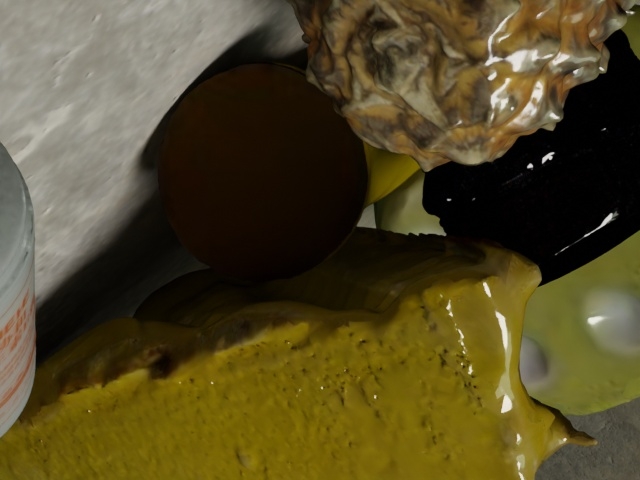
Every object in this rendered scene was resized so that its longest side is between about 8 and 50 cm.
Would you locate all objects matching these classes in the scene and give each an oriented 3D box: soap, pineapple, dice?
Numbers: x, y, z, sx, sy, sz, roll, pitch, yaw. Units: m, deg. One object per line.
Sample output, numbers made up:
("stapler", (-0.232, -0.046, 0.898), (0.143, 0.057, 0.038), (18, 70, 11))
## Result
("soap", (-0.052, 0.114, 0.736), (0.304, 0.169, 0.338), (-33, -167, -14))
("pineapple", (0.079, -0.132, 0.628), (0.193, 0.166, 0.166), (-46, 172, -42))
("dice", (0.199, -0.022, 0.993), (0.233, 0.238, 0.227), (-35, -172, 44))

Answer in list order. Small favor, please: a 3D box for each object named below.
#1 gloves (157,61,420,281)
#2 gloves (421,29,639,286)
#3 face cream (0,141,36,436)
("gloves", (0.007, -0.058, 0.818), (0.133, 0.116, 0.294), (-17, -176, 18))
("gloves", (0.115, -0.082, 0.748), (0.164, 0.203, 0.124), (-26, 161, -8))
("face cream", (-0.157, 0.003, 0.484), (0.101, 0.101, 0.252), (-35, 165, -26))
